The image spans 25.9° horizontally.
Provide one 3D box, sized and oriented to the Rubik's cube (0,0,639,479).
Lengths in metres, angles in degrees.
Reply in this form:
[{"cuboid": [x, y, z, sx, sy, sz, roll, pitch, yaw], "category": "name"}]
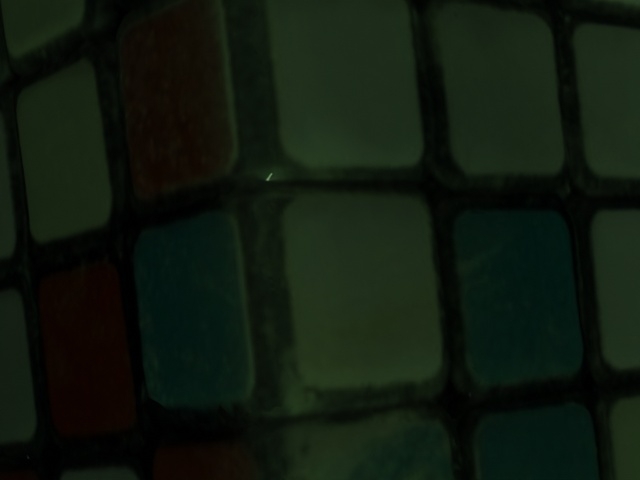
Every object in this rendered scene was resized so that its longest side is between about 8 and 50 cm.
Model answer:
[{"cuboid": [0.000, 0.001, 0.518, 0.259, 0.256, 0.253, -4, 174, -42], "category": "Rubik's cube"}]
